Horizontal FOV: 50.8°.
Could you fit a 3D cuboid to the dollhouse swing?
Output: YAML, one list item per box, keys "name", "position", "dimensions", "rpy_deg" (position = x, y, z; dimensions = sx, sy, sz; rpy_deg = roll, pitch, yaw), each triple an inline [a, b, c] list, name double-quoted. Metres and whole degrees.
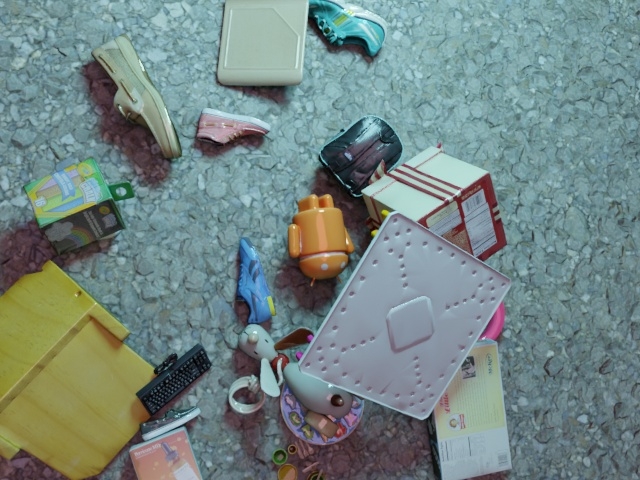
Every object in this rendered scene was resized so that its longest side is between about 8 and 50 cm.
- name: "dollhouse swing"
  position: [-0.583, 0.301, 1.514]
  dimensions: [0.315, 0.305, 0.347]
  rpy_deg: [30, 72, 37]

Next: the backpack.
- name: "backpack"
  position: [0.108, -0.215, 1.682]
  dimensions: [0.188, 0.144, 0.166]
  rpy_deg: [-42, 90, 6]

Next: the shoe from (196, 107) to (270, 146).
- name: "shoe"
  position: [-0.217, -0.269, 1.676]
  dimensions: [0.178, 0.063, 0.081]
  rpy_deg: [12, 80, -4]

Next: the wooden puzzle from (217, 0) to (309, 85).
- name: "wooden puzzle"
  position: [-0.144, -0.509, 1.711]
  dimensions: [0.221, 0.044, 0.239]
  rpy_deg: [3, 84, 10]

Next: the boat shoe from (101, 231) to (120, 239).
- name: "boat shoe"
  position: [-0.521, -0.021, 1.588]
  dimensions: [0.100, 0.035, 0.035]
  rpy_deg: [-11, 83, -12]

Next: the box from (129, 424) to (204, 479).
- name: "box"
  position: [-0.338, 0.522, 1.511]
  dimensions: [0.130, 0.091, 0.170]
  rpy_deg: [-20, 86, -13]

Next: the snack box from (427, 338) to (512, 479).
- name: "snack box"
  position: [0.357, 0.416, 1.659]
  dimensions: [0.187, 0.060, 0.322]
  rpy_deg: [-7, 91, -12]

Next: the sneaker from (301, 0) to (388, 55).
- name: "sneaker"
  position: [0.042, -0.568, 1.756]
  dimensions: [0.275, 0.107, 0.110]
  rpy_deg: [19, 91, -5]

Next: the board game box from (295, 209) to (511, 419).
- name: "board game box"
  position: [0.188, 0.174, 1.487]
  dimensions: [0.390, 0.050, 0.390]
  rpy_deg: [28, 96, -31]

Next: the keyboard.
- name: "keyboard"
  position: [-0.334, 0.310, 1.535]
  dimensions: [0.180, 0.023, 0.108]
  rpy_deg: [-39, 128, -25]

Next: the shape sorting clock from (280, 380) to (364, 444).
- name: "shape sorting clock"
  position: [0.006, 0.387, 1.625]
  dimensions: [0.206, 0.040, 0.206]
  rpy_deg: [2, 81, -11]

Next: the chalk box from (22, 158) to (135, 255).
- name: "chalk box"
  position: [-0.532, -0.086, 1.529]
  dimensions: [0.213, 0.132, 0.132]
  rpy_deg: [-25, 63, -15]

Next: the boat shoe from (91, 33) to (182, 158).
- name: "boat shoe"
  position: [-0.439, -0.330, 1.618]
  dimensions: [0.110, 0.121, 0.341]
  rpy_deg: [-27, 77, -9]

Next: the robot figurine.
- name: "robot figurine"
  position: [0.002, 0.000, 1.641]
  dimensions: [0.128, 0.158, 0.219]
  rpy_deg: [-10, 82, 17]

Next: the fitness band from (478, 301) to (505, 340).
- name: "fitness band"
  position: [0.350, 0.145, 1.728]
  dimensions: [0.209, 0.054, 0.291]
  rpy_deg: [-27, 88, -16]

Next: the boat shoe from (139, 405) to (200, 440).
- name: "boat shoe"
  position: [-0.344, 0.409, 1.541]
  dimensions: [0.142, 0.049, 0.040]
  rpy_deg: [-22, 86, -25]

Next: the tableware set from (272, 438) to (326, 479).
- name: "tableware set"
  position: [-0.047, 0.553, 1.598]
  dimensions: [0.104, 0.024, 0.154]
  rpy_deg: [-24, 87, -13]

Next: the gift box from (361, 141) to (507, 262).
- name: "gift box"
  position: [0.267, -0.080, 1.617]
  dimensions: [0.255, 0.258, 0.276]
  rpy_deg: [-29, 122, -17]

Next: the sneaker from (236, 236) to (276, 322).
- name: "sneaker"
  position: [-0.173, 0.097, 1.622]
  dimensions: [0.082, 0.069, 0.209]
  rpy_deg: [-16, 85, -9]

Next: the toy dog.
- name: "toy dog"
  position: [-0.048, 0.314, 1.537]
  dimensions: [0.333, 0.161, 0.220]
  rpy_deg: [15, 73, 2]
